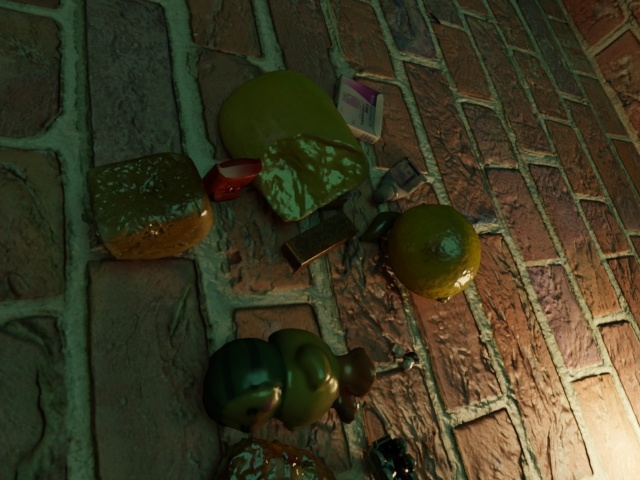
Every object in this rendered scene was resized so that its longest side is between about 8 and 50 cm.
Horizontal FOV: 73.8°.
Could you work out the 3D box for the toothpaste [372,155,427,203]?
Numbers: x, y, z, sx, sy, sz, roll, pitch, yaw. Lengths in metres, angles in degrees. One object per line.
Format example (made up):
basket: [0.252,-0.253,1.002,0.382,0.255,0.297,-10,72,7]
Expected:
toothpaste: [0.248,-0.187,1.360,0.282,0.069,0.099,-37,118,-45]

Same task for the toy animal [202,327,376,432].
toy animal: [-0.074,0.282,0.883,0.339,0.216,0.191,4,38,-23]

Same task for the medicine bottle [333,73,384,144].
medicine bottle: [0.122,-0.430,1.408,0.171,0.052,0.201,19,61,-20]

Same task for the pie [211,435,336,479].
pie: [-0.083,0.532,0.816,0.309,0.085,0.308,10,68,-25]

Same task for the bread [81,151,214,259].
bread: [-0.363,-0.063,0.898,0.247,0.176,0.195,-16,65,-18]

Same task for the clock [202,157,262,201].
clock: [-0.215,-0.146,1.028,0.113,0.155,0.061,-15,84,-32]

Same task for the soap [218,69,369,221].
soap: [-0.086,-0.276,1.121,0.306,0.115,0.427,-35,72,-2]

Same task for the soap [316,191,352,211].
soap: [-0.005,-0.198,1.213,0.135,0.076,0.233,-5,71,-29]

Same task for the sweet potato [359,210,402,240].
sweet potato: [0.211,-0.058,1.276,0.250,0.059,0.069,-22,99,-38]

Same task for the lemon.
lemon: [0.308,0.026,1.172,0.268,0.267,0.267,12,62,-23]

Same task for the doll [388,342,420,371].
doll: [0.220,0.301,1.121,0.058,0.040,0.085,-34,86,-25]

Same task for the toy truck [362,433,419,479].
toy truck: [0.161,0.532,0.932,0.085,0.116,0.191,-13,65,-32]

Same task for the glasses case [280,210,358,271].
glasses case: [0.000,0.000,1.136,0.218,0.049,0.075,-30,77,-35]
